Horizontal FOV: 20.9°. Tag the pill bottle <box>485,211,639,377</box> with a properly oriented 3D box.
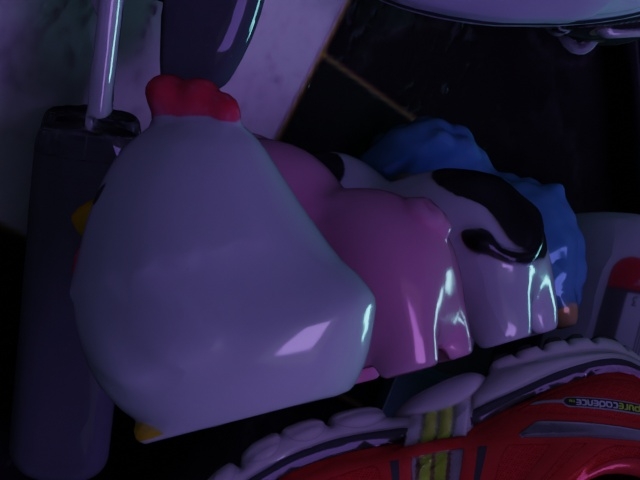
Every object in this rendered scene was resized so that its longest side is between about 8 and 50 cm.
[{"bbox_3d":[0.154,0.160,0.926,0.176,0.176,0.318,31,71,-42],"label":"pill bottle"}]

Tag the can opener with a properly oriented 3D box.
[{"bbox_3d":[-0.086,-0.030,0.756,0.093,0.074,0.280,11,103,-5],"label":"can opener"}]

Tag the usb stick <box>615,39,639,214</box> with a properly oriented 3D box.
[{"bbox_3d":[0.217,-0.022,1.047,0.077,0.045,0.278,-32,123,-36],"label":"usb stick"}]

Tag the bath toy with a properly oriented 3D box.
[{"bbox_3d":[0.000,0.000,0.731,0.348,0.151,0.129,-6,82,-67],"label":"bath toy"}]

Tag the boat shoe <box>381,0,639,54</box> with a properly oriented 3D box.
[{"bbox_3d":[0.157,-0.146,0.897,0.335,0.121,0.119,-5,153,-19],"label":"boat shoe"}]

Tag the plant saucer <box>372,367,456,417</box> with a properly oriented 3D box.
[{"bbox_3d":[0.093,0.120,1.011,0.192,0.018,0.067,24,89,-43],"label":"plant saucer"}]

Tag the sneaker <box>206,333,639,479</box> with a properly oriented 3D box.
[{"bbox_3d":[0.048,0.134,0.769,0.279,0.118,0.107,-24,138,-10],"label":"sneaker"}]
